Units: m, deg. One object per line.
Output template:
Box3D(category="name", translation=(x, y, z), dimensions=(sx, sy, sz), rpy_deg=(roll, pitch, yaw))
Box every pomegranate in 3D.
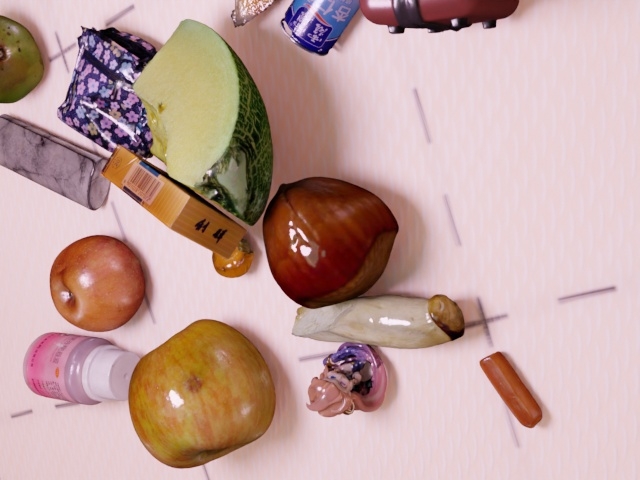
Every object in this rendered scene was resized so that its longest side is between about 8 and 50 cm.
Box3D(category="pomegranate", translation=(-0.649, -0.356, 1.770), dimensions=(0.179, 0.180, 0.210), rpy_deg=(71, 161, -1))

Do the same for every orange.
Box3D(category="orange", translation=(-0.159, 0.030, 1.596), dimensions=(0.086, 0.062, 0.086), rpy_deg=(-8, 61, 15))

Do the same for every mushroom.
Box3D(category="mushroom", translation=(0.080, 0.131, 1.440), dimensions=(0.333, 0.107, 0.087), rpy_deg=(-2, 66, 34))

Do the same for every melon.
Box3D(category="melon", translation=(-0.174, -0.153, 1.399), dimensions=(0.343, 0.226, 0.331), rpy_deg=(41, 132, 44))

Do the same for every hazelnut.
Box3D(category="hazelnut", translation=(0.000, 0.000, 1.398), dimensions=(0.230, 0.229, 0.229), rpy_deg=(9, 107, 31))

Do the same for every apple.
Box3D(category="apple", translation=(-0.218, 0.271, 1.586), dimensions=(0.264, 0.264, 0.264), rpy_deg=(9, 107, 31))
Box3D(category="apple", translation=(-0.447, 0.085, 1.736), dimensions=(0.201, 0.162, 0.201), rpy_deg=(8, 107, 29))

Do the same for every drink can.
Box3D(category="drink can", translation=(0.036, -0.402, 1.341), dimensions=(0.097, 0.097, 0.235), rpy_deg=(47, 121, 14))

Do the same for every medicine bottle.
Box3D(category="medicine bottle", translation=(-0.490, 0.267, 1.824), dimensions=(0.247, 0.147, 0.147), rpy_deg=(1, 103, 33))

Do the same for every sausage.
Box3D(category="sausage", translation=(0.297, 0.232, 1.366), dimensions=(0.041, 0.039, 0.131), rpy_deg=(-38, 81, 26))

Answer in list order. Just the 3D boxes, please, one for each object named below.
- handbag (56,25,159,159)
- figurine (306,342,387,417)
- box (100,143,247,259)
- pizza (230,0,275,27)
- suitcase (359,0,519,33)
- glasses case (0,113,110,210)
Box3D(category="handbag", translation=(-0.375, -0.277, 1.619), dimensions=(0.229, 0.127, 0.207), rpy_deg=(33, 112, 22))
Box3D(category="figurine", translation=(0.039, 0.251, 1.482), dimensions=(0.126, 0.157, 0.114), rpy_deg=(32, 139, 17))
Box3D(category="box", translation=(-0.253, -0.067, 1.503), dimensions=(0.237, 0.152, 0.070), rpy_deg=(37, 93, 41))
Box3D(category="pizza", translation=(-0.089, -0.433, 1.440), dimensions=(0.185, 0.052, 0.195), rpy_deg=(39, 116, 12))
Box3D(category="suitcase", translation=(0.158, -0.391, 1.143), dimensions=(0.161, 0.297, 0.236), rpy_deg=(1, 103, 24))
Box3D(category="glasses case", translation=(-0.558, -0.162, 1.807), dimensions=(0.299, 0.060, 0.114), rpy_deg=(23, 114, 26))
